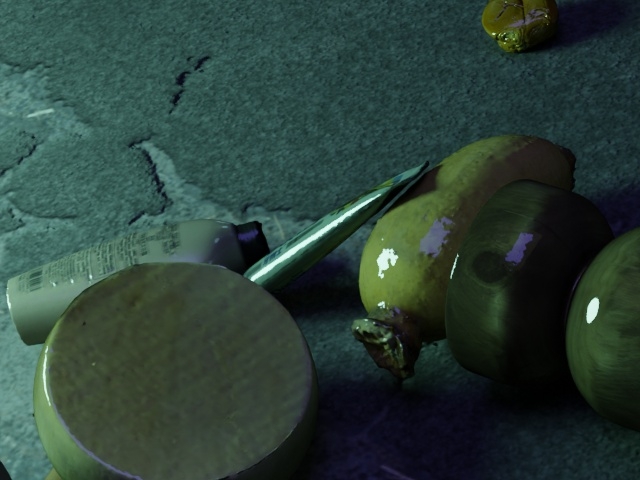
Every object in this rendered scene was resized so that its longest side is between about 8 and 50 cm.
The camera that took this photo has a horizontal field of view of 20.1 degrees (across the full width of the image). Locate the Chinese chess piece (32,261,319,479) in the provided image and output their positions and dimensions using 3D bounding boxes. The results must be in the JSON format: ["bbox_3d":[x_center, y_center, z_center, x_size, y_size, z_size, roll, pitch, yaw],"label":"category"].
[{"bbox_3d":[-0.126,0.137,1.584,0.251,0.097,0.250,4,52,-5],"label":"Chinese chess piece"}]

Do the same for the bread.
[{"bbox_3d":[0.218,-0.239,1.950,0.083,0.046,0.081,5,50,23],"label":"bread"}]

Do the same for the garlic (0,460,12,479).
[{"bbox_3d":[-0.370,0.267,1.449,0.317,0.259,0.317,-8,78,39],"label":"garlic"}]

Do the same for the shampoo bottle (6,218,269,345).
[{"bbox_3d":[-0.175,0.034,1.777,0.257,0.078,0.127,-17,26,4],"label":"shampoo bottle"}]

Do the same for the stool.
[{"bbox_3d":[0.261,0.066,1.513,0.264,0.179,0.179,19,54,35],"label":"stool"}]

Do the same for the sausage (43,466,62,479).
[{"bbox_3d":[-0.198,0.187,1.635,0.066,0.065,0.301,10,47,28],"label":"sausage"}]

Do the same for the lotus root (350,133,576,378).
[{"bbox_3d":[0.128,-0.004,1.661,0.131,0.146,0.303,44,60,0],"label":"lotus root"}]

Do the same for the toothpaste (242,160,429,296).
[{"bbox_3d":[0.000,0.000,1.700,0.255,0.037,0.067,-35,0,31],"label":"toothpaste"}]
